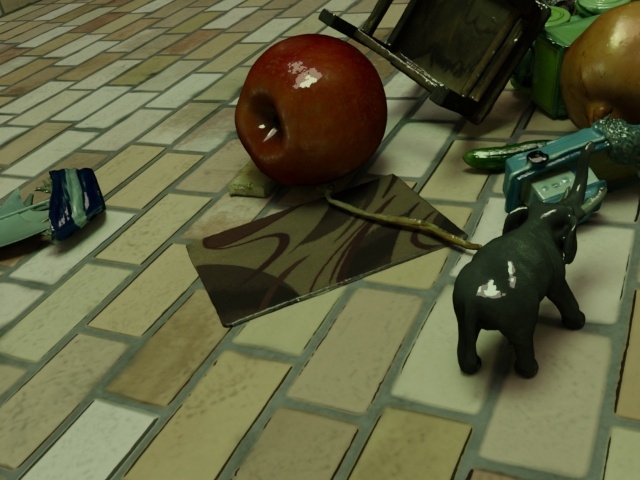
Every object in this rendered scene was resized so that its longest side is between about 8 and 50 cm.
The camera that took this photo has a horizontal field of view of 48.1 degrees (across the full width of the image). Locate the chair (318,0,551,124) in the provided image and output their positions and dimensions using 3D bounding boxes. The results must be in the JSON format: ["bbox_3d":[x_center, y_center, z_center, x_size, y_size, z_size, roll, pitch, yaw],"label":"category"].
[{"bbox_3d":[0.221,-0.320,1.138,0.240,0.203,0.416,38,18,24],"label":"chair"}]

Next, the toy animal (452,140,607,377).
[{"bbox_3d":[0.219,0.028,0.718,0.082,0.137,0.269,17,49,41],"label":"toy animal"}]

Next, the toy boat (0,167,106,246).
[{"bbox_3d":[-0.467,-0.046,1.110,0.291,0.070,0.210,-8,29,10],"label":"toy boat"}]

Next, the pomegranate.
[{"bbox_3d":[0.439,-0.223,0.991,0.209,0.209,0.209,-8,32,5],"label":"pomegranate"}]

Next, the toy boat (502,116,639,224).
[{"bbox_3d":[0.349,-0.082,0.891,0.238,0.109,0.098,-18,52,-6],"label":"toy boat"}]

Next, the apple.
[{"bbox_3d":[-0.012,-0.188,1.050,0.201,0.218,0.218,-20,31,-40],"label":"apple"}]

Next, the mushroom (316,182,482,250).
[{"bbox_3d":[0.092,-0.030,0.948,0.286,0.028,0.026,26,5,43],"label":"mushroom"}]

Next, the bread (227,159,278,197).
[{"bbox_3d":[-0.084,-0.116,1.138,0.068,0.028,0.153,8,38,25],"label":"bread"}]

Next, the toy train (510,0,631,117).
[{"bbox_3d":[0.438,-0.312,1.176,0.272,0.159,0.188,-17,41,-12],"label":"toy train"}]

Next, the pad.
[{"bbox_3d":[0.000,0.000,0.949,0.330,0.004,0.220,-20,33,-14],"label":"pad"}]

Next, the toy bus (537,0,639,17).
[{"bbox_3d":[0.502,-0.413,1.333,0.302,0.139,0.113,-14,31,10],"label":"toy bus"}]

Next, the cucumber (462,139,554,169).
[{"bbox_3d":[0.282,-0.120,1.025,0.155,0.037,0.037,-7,32,9],"label":"cucumber"}]
